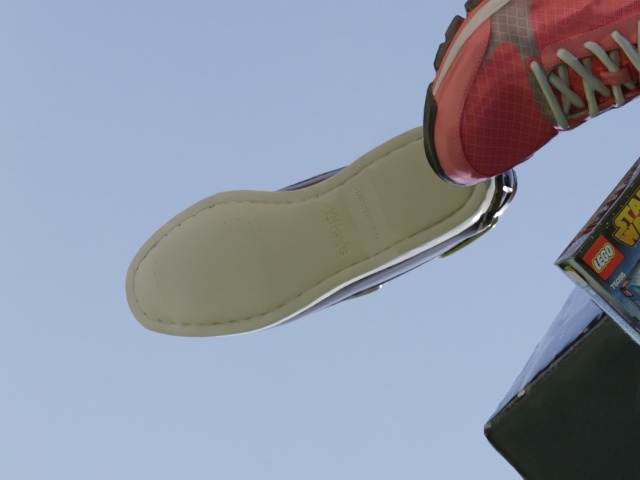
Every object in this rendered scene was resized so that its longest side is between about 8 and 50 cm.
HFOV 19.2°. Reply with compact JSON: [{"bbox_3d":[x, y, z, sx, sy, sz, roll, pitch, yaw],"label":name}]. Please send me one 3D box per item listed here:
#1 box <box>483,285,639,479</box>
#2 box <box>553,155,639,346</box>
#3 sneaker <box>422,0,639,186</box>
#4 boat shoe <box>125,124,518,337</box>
[{"bbox_3d":[0.423,0.007,1.349,0.297,0.472,0.480,44,-64,0],"label":"box"},{"bbox_3d":[0.202,-0.006,1.018,0.137,0.094,0.027,-49,-172,-18],"label":"box"},{"bbox_3d":[0.207,-0.145,1.319,0.314,0.116,0.136,-39,-143,-10],"label":"sneaker"},{"bbox_3d":[0.000,0.000,1.486,0.324,0.096,0.117,-23,-105,21],"label":"boat shoe"}]
